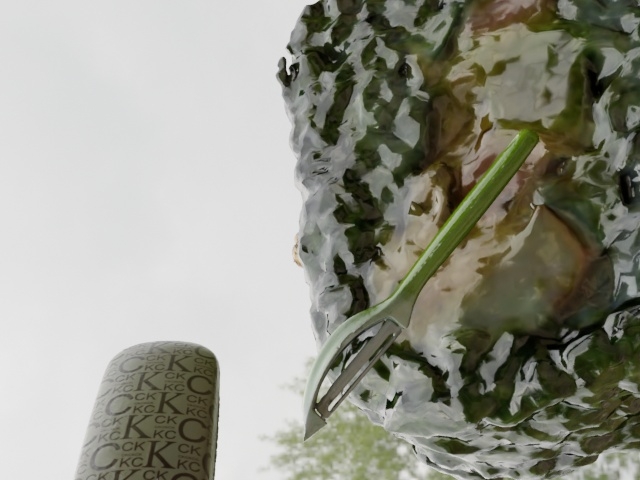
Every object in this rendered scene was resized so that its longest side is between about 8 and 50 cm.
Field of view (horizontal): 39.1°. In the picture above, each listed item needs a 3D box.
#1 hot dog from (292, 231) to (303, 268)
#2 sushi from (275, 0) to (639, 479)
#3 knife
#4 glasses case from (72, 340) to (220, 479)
[{"bbox_3d":[0.000,0.000,0.776,0.037,0.049,0.122,43,-171,10],"label":"hot dog"},{"bbox_3d":[0.137,-0.044,0.560,0.178,0.294,0.352,35,-138,-49],"label":"sushi"},{"bbox_3d":[0.044,0.017,0.423,0.026,0.022,0.184,41,-98,-6],"label":"knife"},{"bbox_3d":[-0.177,0.216,0.953,0.355,0.137,0.085,-98,7,-63],"label":"glasses case"}]
